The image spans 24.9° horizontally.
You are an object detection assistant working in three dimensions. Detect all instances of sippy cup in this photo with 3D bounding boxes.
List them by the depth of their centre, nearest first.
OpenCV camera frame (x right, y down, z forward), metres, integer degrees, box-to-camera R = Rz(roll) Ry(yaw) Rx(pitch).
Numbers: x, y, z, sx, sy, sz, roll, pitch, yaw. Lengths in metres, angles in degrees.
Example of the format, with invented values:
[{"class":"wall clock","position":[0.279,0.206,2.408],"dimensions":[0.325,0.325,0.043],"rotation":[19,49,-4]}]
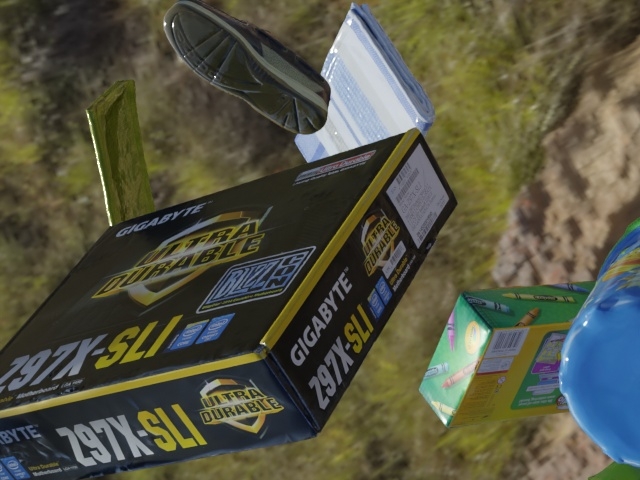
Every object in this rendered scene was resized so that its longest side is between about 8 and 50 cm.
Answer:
[{"class":"sippy cup","position":[0.333,0.098,1.332],"dimensions":[0.240,0.224,0.305],"rotation":[-11,98,32]}]

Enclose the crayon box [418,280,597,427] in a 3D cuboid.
[{"class":"crayon box","position":[0.282,0.144,1.875],"dimensions":[0.081,0.278,0.165],"rotation":[53,135,42]}]

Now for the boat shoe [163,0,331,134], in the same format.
[{"class":"boat shoe","position":[-0.080,-0.209,1.664],"dimensions":[0.223,0.073,0.080],"rotation":[35,134,-18]}]

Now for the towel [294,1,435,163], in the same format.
[{"class":"towel","position":[0.056,-0.154,1.954],"dimensions":[0.209,0.034,0.285],"rotation":[59,147,25]}]

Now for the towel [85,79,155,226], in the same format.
[{"class":"towel","position":[-0.166,-0.019,1.297],"dimensions":[0.021,0.102,0.237],"rotation":[-5,111,10]}]

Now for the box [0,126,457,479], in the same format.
[{"class":"box","position":[-0.088,0.053,1.040],"dimensions":[0.322,0.257,0.079],"rotation":[-15,118,38]}]
